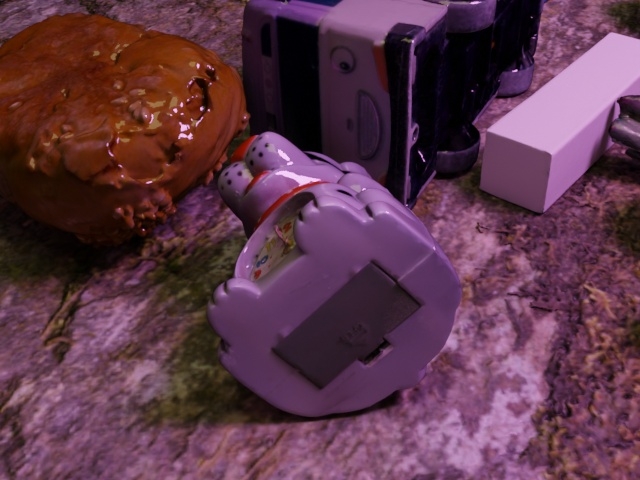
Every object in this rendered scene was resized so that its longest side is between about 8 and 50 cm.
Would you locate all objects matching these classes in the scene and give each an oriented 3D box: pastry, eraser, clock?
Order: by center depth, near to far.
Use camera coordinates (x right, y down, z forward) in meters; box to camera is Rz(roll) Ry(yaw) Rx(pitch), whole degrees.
[{"bbox_3d":[-0.001,0.000,0.726,0.189,0.188,0.254,-6,33,-6],"label":"clock"},{"bbox_3d":[-0.220,-0.112,0.864,0.311,0.162,0.255,28,56,38],"label":"pastry"},{"bbox_3d":[0.291,-0.141,0.953,0.078,0.076,0.298,25,45,31],"label":"eraser"}]

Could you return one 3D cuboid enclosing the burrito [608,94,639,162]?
[{"bbox_3d":[0.457,-0.102,0.877,0.309,0.096,0.066,6,12,11],"label":"burrito"}]

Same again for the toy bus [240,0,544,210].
[{"bbox_3d":[0.097,-0.239,0.975,0.249,0.209,0.440,17,42,22],"label":"toy bus"}]
